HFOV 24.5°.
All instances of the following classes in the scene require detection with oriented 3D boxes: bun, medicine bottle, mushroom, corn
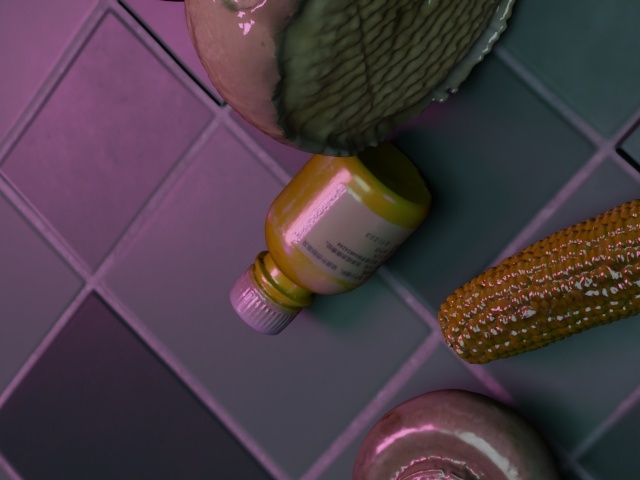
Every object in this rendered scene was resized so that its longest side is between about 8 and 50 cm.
[{"bbox_3d":[0.024,-0.260,1.269,0.202,0.364,0.364,40,112,27],"label":"bun"},{"bbox_3d":[0.000,0.000,1.438,0.122,0.122,0.212,47,114,11],"label":"medicine bottle"},{"bbox_3d":[0.116,0.237,1.388,0.206,0.209,0.206,-14,68,36],"label":"mushroom"},{"bbox_3d":[0.249,0.029,1.344,0.310,0.101,0.101,-21,89,27],"label":"corn"}]
